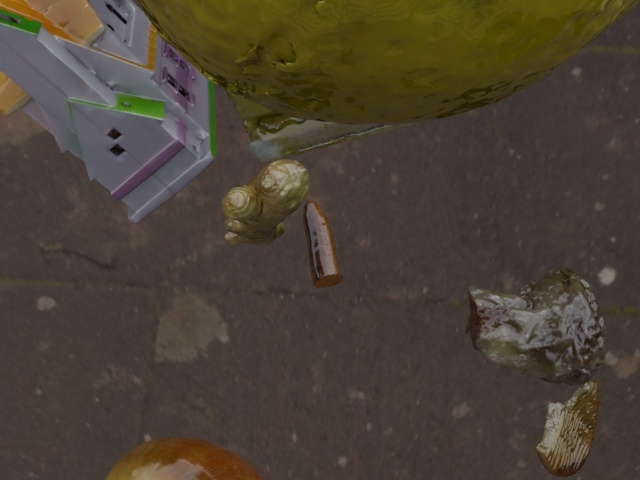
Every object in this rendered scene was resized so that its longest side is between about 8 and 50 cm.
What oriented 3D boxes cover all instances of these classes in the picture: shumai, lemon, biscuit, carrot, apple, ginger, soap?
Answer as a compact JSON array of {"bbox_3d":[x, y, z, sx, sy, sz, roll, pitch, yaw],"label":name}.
[{"bbox_3d":[0.285,0.126,1.456,0.175,0.206,0.166,-7,87,-10],"label":"shumai"},{"bbox_3d":[0.045,-0.244,0.587,0.387,0.350,0.350,-21,68,-15],"label":"lemon"},{"bbox_3d":[0.445,0.320,1.847,0.031,0.176,0.229,3,47,36],"label":"biscuit"},{"bbox_3d":[0.000,0.000,1.593,0.048,0.048,0.139,-9,68,-4],"label":"carrot"},{"bbox_3d":[-0.128,0.319,1.095,0.210,0.173,0.235,-26,68,32],"label":"apple"},{"bbox_3d":[-0.074,-0.038,1.381,0.118,0.299,0.065,-21,81,-8],"label":"ginger"},{"bbox_3d":[0.023,-0.166,0.977,0.233,0.135,0.076,-14,32,21],"label":"soap"}]

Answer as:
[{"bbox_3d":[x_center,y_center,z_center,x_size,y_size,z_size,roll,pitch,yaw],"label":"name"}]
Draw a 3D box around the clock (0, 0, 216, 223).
[{"bbox_3d":[-0.282,-0.206,1.241,0.166,0.309,0.235,-36,31,17],"label":"clock"}]
